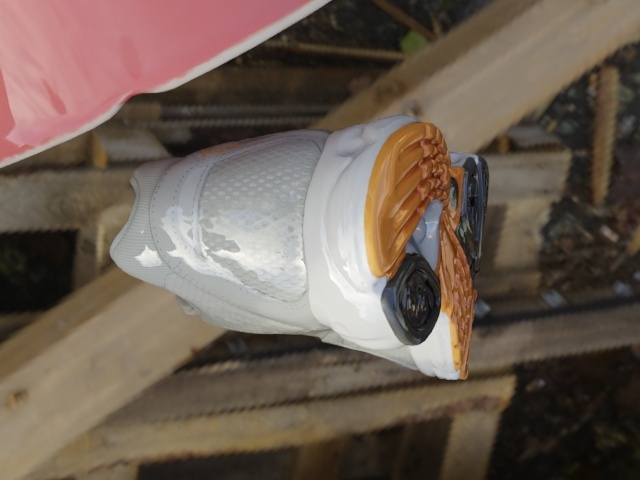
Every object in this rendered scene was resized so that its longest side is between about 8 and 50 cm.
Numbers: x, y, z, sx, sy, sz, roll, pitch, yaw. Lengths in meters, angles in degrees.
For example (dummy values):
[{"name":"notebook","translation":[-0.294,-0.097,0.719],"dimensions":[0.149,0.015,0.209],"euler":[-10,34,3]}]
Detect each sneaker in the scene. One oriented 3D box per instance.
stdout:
[{"name":"sneaker","translation":[0.000,0.000,0.596],"dimensions":[0.262,0.121,0.099],"euler":[38,58,-73]}]

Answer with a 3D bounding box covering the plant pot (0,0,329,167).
[{"name":"plant pot","translation":[-0.110,-0.170,0.504],"dimensions":[0.275,0.275,0.243],"euler":[-29,106,-9]}]
